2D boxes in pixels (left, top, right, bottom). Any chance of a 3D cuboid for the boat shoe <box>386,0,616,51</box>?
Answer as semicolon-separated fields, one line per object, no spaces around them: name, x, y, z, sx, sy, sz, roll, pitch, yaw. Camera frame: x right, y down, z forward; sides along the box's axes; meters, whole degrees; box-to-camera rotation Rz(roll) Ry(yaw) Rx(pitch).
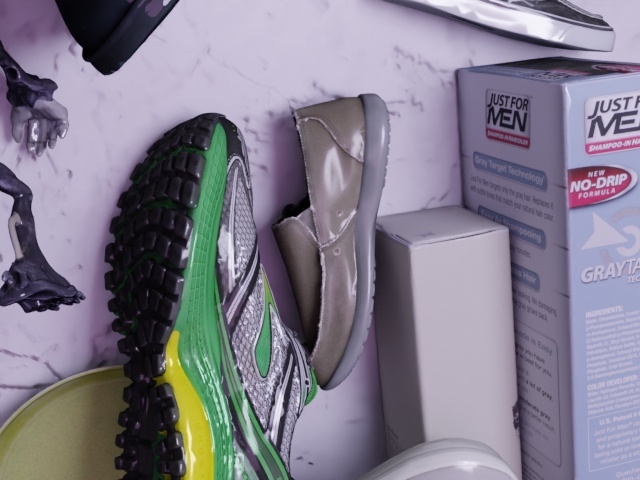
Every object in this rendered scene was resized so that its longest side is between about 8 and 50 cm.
boat shoe;0.158;-0.210;0.850;0.219;0.078;0.070;12;99;-19

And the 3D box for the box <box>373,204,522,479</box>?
box;0.110;0.115;0.891;0.094;0.113;0.275;-10;106;-16

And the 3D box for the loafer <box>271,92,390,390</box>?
loafer;0.000;0.000;0.848;0.087;0.094;0.251;5;96;-8

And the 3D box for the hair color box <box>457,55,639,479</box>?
hair color box;0.213;0.038;0.866;0.113;0.185;0.375;-10;105;-16

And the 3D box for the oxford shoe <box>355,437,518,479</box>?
oxford shoe;-0.016;0.328;0.821;0.449;0.130;0.169;-40;126;21

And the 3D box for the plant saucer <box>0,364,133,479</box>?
plant saucer;-0.171;0.214;0.859;0.241;0.037;0.241;-4;104;-17

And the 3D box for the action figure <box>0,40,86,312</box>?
action figure;-0.265;-0.072;0.713;0.164;0.141;0.276;-16;81;-6

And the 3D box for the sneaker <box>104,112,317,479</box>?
sneaker;-0.082;0.070;0.801;0.146;0.134;0.344;0;88;-37

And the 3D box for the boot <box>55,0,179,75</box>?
boot;-0.192;-0.213;0.646;0.207;0.246;0.094;39;95;-25
